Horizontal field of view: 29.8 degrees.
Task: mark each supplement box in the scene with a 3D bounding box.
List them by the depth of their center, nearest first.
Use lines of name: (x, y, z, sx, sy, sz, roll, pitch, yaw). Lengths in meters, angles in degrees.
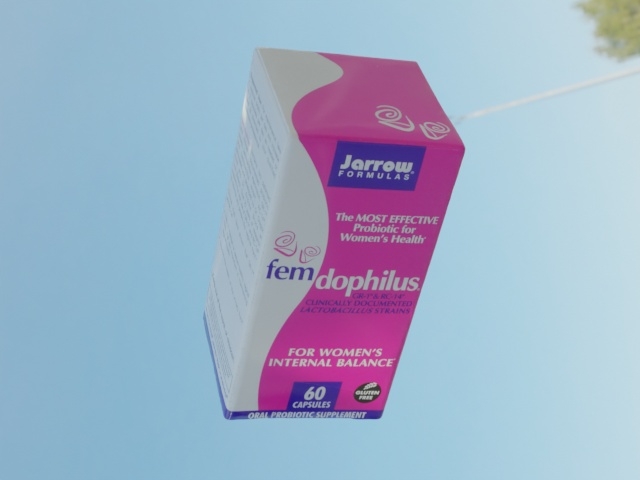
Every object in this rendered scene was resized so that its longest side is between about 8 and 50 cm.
supplement box: (0.000, 0.000, 0.773, 0.114, 0.111, 0.220, -111, 28, -52)
